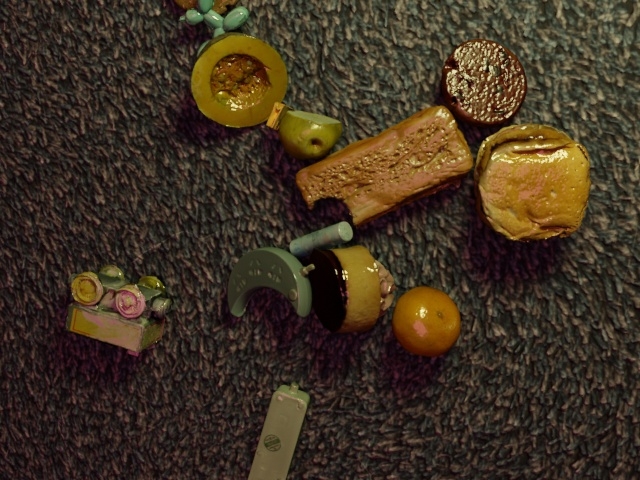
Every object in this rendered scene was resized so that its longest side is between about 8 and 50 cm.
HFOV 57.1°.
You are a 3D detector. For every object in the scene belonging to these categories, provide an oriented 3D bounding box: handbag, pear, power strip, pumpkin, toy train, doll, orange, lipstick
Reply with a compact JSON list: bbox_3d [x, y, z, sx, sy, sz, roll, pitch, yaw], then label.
[{"bbox_3d":[-0.095,-0.282,1.340,0.027,0.083,0.061,29,103,8],"label":"handbag"},{"bbox_3d":[-0.026,-0.229,1.311,0.141,0.141,0.104,18,114,9],"label":"pear"},{"bbox_3d":[-0.111,0.523,1.436,0.091,0.062,0.385,18,100,10],"label":"power strip"},{"bbox_3d":[-0.113,0.097,1.355,0.253,0.054,0.168,-8,89,36],"label":"power strip"},{"bbox_3d":[-0.190,-0.377,1.329,0.217,0.217,0.110,-33,48,13],"label":"pumpkin"},{"bbox_3d":[-0.500,0.165,1.442,0.260,0.134,0.178,15,99,10],"label":"toy train"},{"bbox_3d":[-0.239,-0.481,1.344,0.159,0.059,0.158,36,117,-21],"label":"doll"},{"bbox_3d":[0.228,0.180,1.294,0.159,0.159,0.136,50,146,3],"label":"orange"},{"bbox_3d":[0.000,0.000,1.334,0.158,0.048,0.048,-20,92,40],"label":"lipstick"}]

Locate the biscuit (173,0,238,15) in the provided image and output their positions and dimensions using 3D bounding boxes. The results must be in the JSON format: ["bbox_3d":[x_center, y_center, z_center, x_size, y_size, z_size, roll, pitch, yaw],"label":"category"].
[{"bbox_3d":[-0.263,-0.629,1.360,0.225,0.042,0.226,1,96,12],"label":"biscuit"}]

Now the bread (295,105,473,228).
[{"bbox_3d":[0.139,-0.146,1.297,0.380,0.109,0.185,-23,98,15],"label":"bread"}]

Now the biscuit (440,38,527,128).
[{"bbox_3d":[0.347,-0.334,1.248,0.192,0.049,0.192,0,91,-5],"label":"biscuit"}]

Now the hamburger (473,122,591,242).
[{"bbox_3d":[0.431,-0.121,1.213,0.244,0.163,0.245,1,101,5],"label":"hamburger"}]

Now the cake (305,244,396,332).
[{"bbox_3d":[0.085,0.097,1.303,0.178,0.185,0.208,-15,91,-23],"label":"cake"}]
